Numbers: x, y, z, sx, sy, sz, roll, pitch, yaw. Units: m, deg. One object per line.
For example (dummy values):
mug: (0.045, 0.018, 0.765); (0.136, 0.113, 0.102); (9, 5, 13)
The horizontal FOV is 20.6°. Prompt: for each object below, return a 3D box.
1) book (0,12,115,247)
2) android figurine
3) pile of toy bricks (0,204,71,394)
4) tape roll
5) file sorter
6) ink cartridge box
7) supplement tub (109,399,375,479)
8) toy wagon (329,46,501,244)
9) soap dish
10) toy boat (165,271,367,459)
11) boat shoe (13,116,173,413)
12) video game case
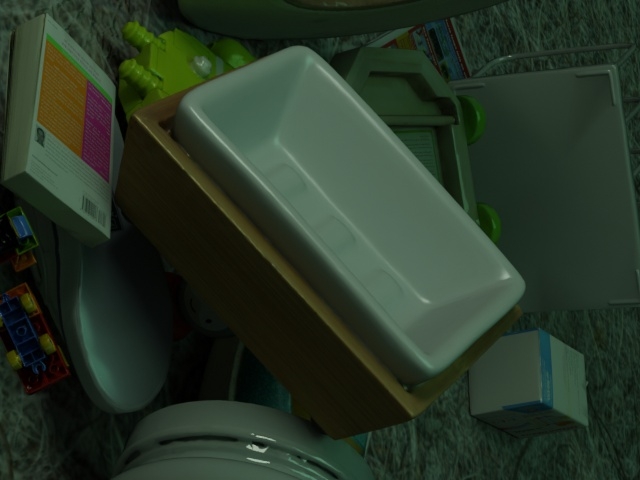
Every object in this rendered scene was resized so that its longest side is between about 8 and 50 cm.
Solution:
book: (-0.184, -0.078, 1.267); (0.096, 0.035, 0.144); (42, 35, -43)
android figurine: (-0.073, -0.085, 1.526); (0.273, 0.056, 0.248); (40, 26, -26)
pile of toy bricks: (-0.250, 0.021, 1.233); (0.105, 0.118, 0.212); (69, -5, -79)
tape roll: (0.058, -0.267, 1.575); (0.392, 0.392, 0.072); (3, 76, -60)
file sorter: (0.284, -0.076, 2.041); (0.173, 0.193, 0.277); (-39, 121, -62)
ink cartridge box: (0.241, 0.166, 2.005); (0.143, 0.092, 0.090); (30, 53, -51)
supplement tub: (-0.081, 0.301, 1.245); (0.235, 0.235, 0.324); (51, 38, -38)
toy wagon: (0.085, -0.026, 1.811); (0.267, 0.068, 0.344); (-4, 85, -51)
soap dish: (0.000, 0.000, 1.320); (0.291, 0.118, 0.229); (47, 31, 6)
toy boat: (-0.047, 0.117, 1.471); (0.318, 0.148, 0.267); (45, 42, -43)
boat shoe: (-0.181, 0.010, 1.348); (0.095, 0.084, 0.258); (1, 74, -41)
video game case: (0.115, -0.143, 1.987); (0.285, 0.025, 0.204); (-37, 110, -58)
